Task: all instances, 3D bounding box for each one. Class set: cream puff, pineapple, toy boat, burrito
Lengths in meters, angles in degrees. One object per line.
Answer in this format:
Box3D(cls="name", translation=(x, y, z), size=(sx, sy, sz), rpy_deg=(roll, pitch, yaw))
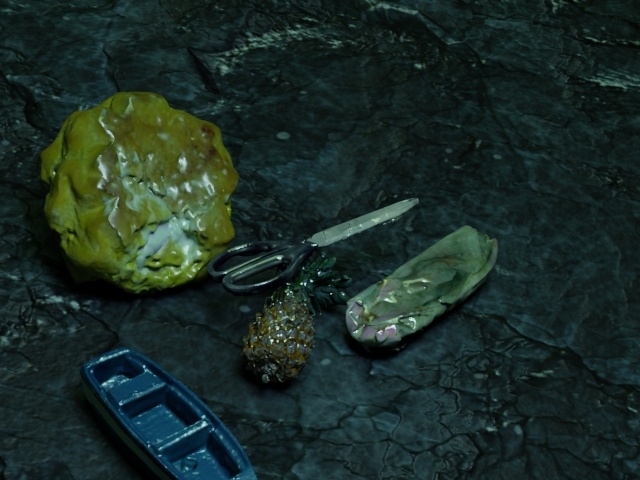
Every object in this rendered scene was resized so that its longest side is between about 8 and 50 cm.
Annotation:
Box3D(cls="cream puff", translation=(-0.239, -0.050, 1.984), size=(0.282, 0.185, 0.282), rpy_deg=(19, 62, -39))
Box3D(cls="pineapple", translation=(-0.031, 0.098, 1.911), size=(0.103, 0.083, 0.221), rpy_deg=(5, 36, 16))
Box3D(cls="toy boat", translation=(-0.155, 0.231, 1.729), size=(0.096, 0.062, 0.299), rpy_deg=(-22, 49, -37))
Box3D(cls="burrito", translation=(0.140, 0.061, 2.025), size=(0.096, 0.066, 0.309), rpy_deg=(30, 38, 23))

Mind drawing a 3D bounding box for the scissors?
Box3D(cls="scissors", translation=(0.000, 0.000, 1.969), size=(0.300, 0.022, 0.109), rpy_deg=(-21, 32, -26))
